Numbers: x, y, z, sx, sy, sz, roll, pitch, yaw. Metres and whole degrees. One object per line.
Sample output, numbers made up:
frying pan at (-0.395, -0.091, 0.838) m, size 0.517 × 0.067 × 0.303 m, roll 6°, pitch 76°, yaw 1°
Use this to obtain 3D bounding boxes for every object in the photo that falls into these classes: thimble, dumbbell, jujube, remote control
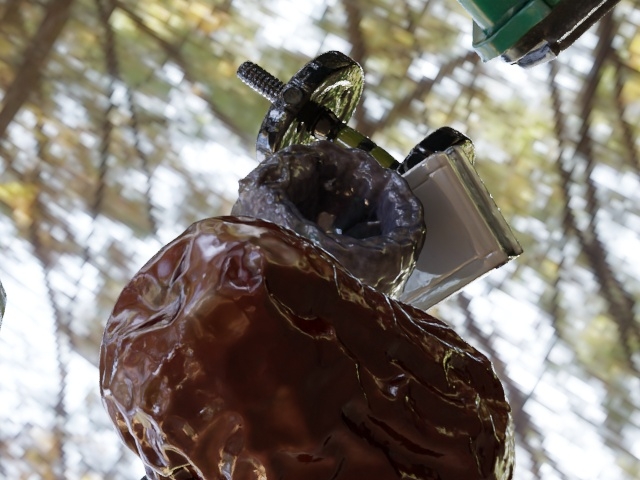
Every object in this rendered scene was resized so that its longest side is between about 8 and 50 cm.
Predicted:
thimble at (0.002, 0.000, 1.426) m, size 0.150 × 0.150 × 0.097 m, roll -16°, pitch -40°, yaw -42°
dumbbell at (0.045, -0.085, 1.872) m, size 0.143 × 0.325 × 0.143 m, roll -46°, pitch -20°, yaw -23°
jujube at (-0.006, 0.083, 0.894) m, size 0.230 × 0.155 × 0.155 m, roll 41°, pitch -98°, yaw -36°
remote control at (0.035, 0.033, 1.556) m, size 0.277 × 0.103 × 0.055 m, roll -35°, pitch -7°, yaw 37°

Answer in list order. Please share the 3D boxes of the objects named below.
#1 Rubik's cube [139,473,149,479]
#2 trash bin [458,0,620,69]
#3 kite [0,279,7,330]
Rubik's cube at (-0.096, 0.392, 1.771) m, size 0.233 × 0.228 × 0.228 m, roll 95°, pitch -167°, yaw -53°
trash bin at (0.157, -0.384, 1.728) m, size 0.381 × 0.259 × 0.295 m, roll 42°, pitch -68°, yaw -15°
kite at (-0.324, 0.109, 1.719) m, size 0.015 × 0.285 × 0.152 m, roll -12°, pitch -41°, yaw 9°
